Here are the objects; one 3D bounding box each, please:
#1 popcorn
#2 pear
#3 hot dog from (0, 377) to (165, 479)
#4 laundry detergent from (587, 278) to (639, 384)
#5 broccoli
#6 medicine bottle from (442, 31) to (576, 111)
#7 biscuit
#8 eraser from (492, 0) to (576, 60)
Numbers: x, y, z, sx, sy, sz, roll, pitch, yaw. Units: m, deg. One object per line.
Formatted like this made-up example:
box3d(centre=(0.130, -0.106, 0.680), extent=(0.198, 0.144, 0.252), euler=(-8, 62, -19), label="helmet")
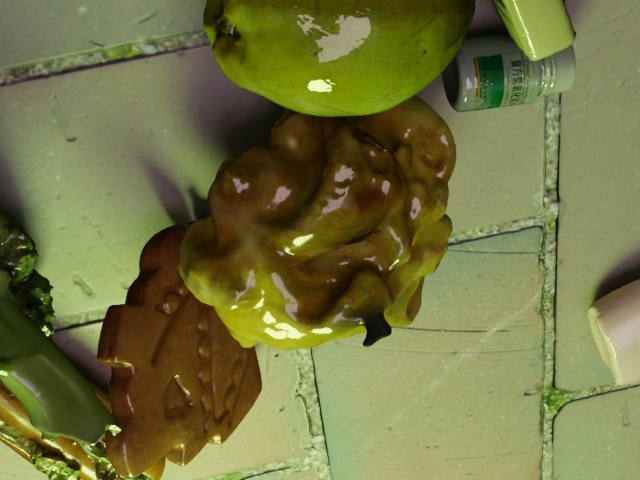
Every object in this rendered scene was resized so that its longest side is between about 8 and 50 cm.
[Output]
box3d(centre=(0.000, 0.000, 1.186), extent=(0.297, 0.281, 0.316), euler=(-17, 143, -23), label="popcorn")
box3d(centre=(0.022, -0.220, 1.052), extent=(0.269, 0.212, 0.212), euler=(-14, 130, -24), label="pear")
box3d(centre=(-0.312, 0.238, 1.374), extent=(0.135, 0.100, 0.337), euler=(-34, 126, 11), label="hot dog")
box3d(centre=(0.527, 0.074, 1.474), extent=(0.335, 0.088, 0.159), euler=(-25, 127, 3), label="laundry detergent")
box3d(centre=(-0.366, 0.085, 1.159), extent=(0.186, 0.254, 0.302), euler=(-29, 107, -4), label="broccoli")
box3d(centre=(0.203, -0.185, 1.203), extent=(0.130, 0.080, 0.080), euler=(-8, 127, -7), label="medicine bottle")
box3d(centre=(-0.145, 0.139, 1.284), extent=(0.043, 0.284, 0.306), euler=(-2, 162, 28), label="biscuit")
box3d(centre=(0.190, -0.275, 1.110), extent=(0.058, 0.117, 0.172), euler=(-28, 128, 7), label="eraser")
